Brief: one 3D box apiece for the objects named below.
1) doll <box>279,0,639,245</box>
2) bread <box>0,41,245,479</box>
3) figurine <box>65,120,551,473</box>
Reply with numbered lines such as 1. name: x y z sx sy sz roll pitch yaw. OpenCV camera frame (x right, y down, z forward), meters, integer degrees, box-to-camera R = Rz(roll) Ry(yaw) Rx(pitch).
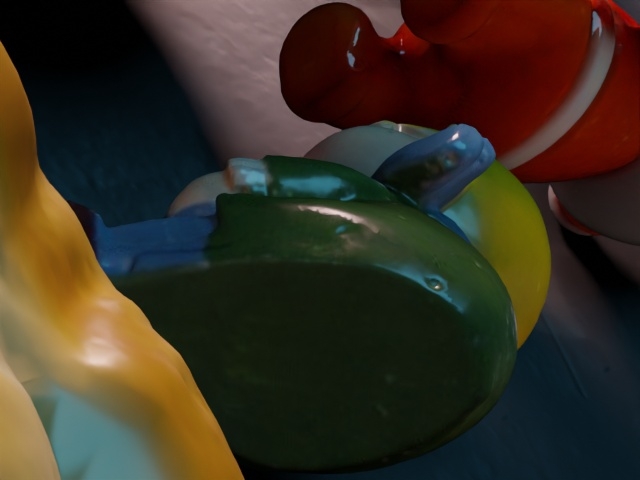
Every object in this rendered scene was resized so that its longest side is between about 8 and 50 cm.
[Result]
1. doll: 0.140 -0.065 0.860 0.336 0.200 0.105 14 56 -41
2. bread: -0.189 0.046 0.328 0.329 0.245 0.424 -36 99 -35
3. figurine: -0.004 0.013 0.708 0.185 0.127 0.234 -1 19 8
